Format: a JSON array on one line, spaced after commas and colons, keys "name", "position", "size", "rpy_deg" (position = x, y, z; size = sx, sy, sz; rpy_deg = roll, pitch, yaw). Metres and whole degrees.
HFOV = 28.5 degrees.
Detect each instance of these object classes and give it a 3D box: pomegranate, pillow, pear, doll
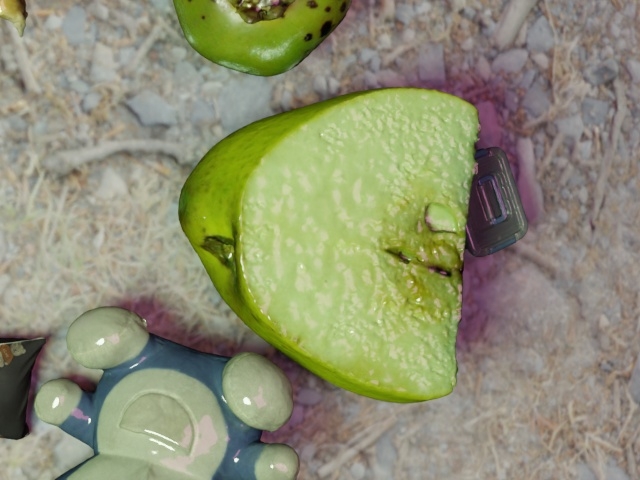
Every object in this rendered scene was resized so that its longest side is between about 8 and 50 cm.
[{"name": "pomegranate", "position": [-0.049, -0.216, 1.071], "size": [0.159, 0.205, 0.159], "rpy_deg": [-1, 105, -2]}, {"name": "pillow", "position": [-0.299, 0.118, 1.017], "size": [0.150, 0.048, 0.090], "rpy_deg": [7, 83, -29]}, {"name": "pear", "position": [0.000, 0.000, 1.113], "size": [0.292, 0.159, 0.292], "rpy_deg": [2, 85, -26]}, {"name": "doll", "position": [-0.141, 0.205, 1.037], "size": [0.228, 0.154, 0.258], "rpy_deg": [16, 68, 6]}]

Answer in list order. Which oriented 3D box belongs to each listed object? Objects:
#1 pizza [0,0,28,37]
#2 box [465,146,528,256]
[{"name": "pizza", "position": [-0.303, -0.232, 0.962], "size": [0.058, 0.197, 0.292], "rpy_deg": [-23, 62, -27]}, {"name": "box", "position": [0.153, -0.038, 1.246], "size": [0.074, 0.054, 0.099], "rpy_deg": [-23, 100, -24]}]
